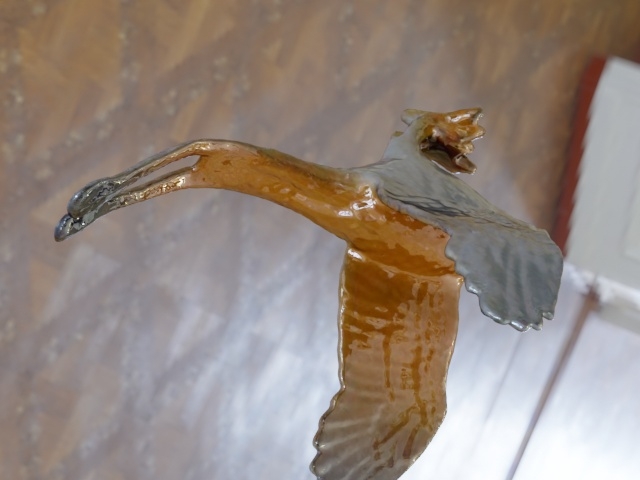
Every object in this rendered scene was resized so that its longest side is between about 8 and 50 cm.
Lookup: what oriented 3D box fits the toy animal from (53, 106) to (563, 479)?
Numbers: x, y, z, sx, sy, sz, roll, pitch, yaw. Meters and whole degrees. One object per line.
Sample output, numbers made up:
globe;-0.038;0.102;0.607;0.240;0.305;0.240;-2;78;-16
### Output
toy animal;0.011;-0.011;1.129;0.225;0.284;0.302;-58;178;40
